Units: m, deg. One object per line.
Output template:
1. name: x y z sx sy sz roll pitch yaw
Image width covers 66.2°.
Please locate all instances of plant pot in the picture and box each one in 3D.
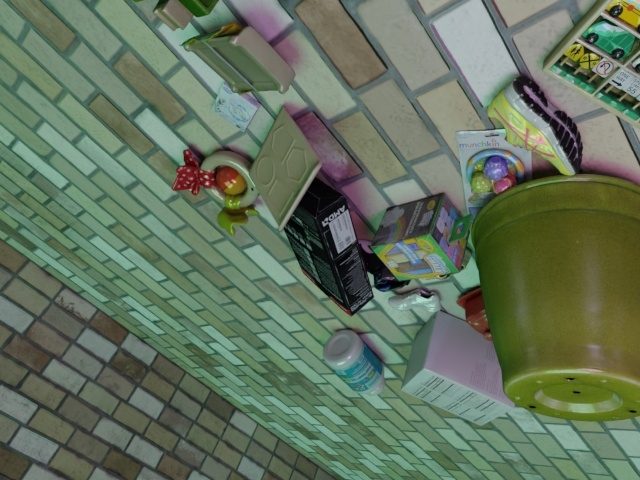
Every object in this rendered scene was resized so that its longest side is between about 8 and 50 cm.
1. plant pot: 0.469 0.129 0.920 0.366 0.353 0.366 9 145 7

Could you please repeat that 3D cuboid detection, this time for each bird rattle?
1. bird rattle: -0.249 -0.155 1.277 0.207 0.143 0.253 -33 103 37

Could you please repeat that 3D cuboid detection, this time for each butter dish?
1. butter dish: 0.449 0.206 1.274 0.160 0.118 0.160 33 143 -10

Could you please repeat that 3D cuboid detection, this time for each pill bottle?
1. pill bottle: 0.132 0.444 1.739 0.146 0.146 0.264 -9 132 38

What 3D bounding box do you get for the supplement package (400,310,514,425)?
1. supplement package: 0.409 0.375 1.440 0.262 0.199 0.198 23 144 2

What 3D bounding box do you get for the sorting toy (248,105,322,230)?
1. sorting toy: -0.077 -0.155 1.061 0.038 0.208 0.193 2 136 -38

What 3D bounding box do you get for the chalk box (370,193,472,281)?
1. chalk box: 0.248 -0.007 1.111 0.213 0.132 0.132 -12 130 44

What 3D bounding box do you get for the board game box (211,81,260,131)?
1. board game box: -0.191 -0.301 1.104 0.090 0.020 0.090 34 144 -12

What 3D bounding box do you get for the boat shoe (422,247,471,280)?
1. boat shoe: 0.305 0.069 1.238 0.063 0.059 0.170 35 143 -13

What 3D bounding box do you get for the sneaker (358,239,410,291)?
1. sneaker: 0.135 0.070 1.287 0.216 0.121 0.079 7 139 24

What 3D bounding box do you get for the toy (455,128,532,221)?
1. toy: 0.352 -0.110 0.988 0.136 0.056 0.237 2 138 28

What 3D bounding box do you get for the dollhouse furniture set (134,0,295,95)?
1. dollhouse furniture set: -0.172 -0.421 0.907 0.197 0.151 0.301 19 167 45

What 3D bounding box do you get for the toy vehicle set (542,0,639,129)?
1. toy vehicle set: 0.500 -0.258 0.731 0.266 0.035 0.166 28 144 -4

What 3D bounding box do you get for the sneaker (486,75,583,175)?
1. sneaker: 0.377 -0.190 0.865 0.208 0.081 0.094 44 147 -13

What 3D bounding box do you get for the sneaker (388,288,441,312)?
1. sneaker: 0.266 0.164 1.395 0.152 0.054 0.061 -1 128 23

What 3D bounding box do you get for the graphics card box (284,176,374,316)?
1. graphics card box: 0.000 0.000 1.224 0.233 0.094 0.371 39 159 42
